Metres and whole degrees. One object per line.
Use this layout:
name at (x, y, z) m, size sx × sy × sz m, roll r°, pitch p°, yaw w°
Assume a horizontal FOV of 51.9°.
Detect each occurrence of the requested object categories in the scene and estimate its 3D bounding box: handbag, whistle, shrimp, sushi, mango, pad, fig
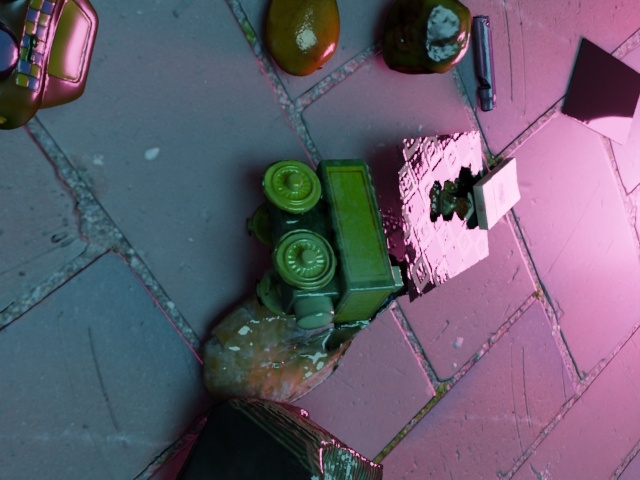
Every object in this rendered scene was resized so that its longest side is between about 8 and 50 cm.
handbag at (-0.072, 0.409, 0.994) m, size 0.240 × 0.247 × 0.341 m, roll 17°, pitch 101°, yaw -57°
whistle at (0.307, -0.329, 1.228) m, size 0.033 × 0.033 × 0.177 m, roll -19°, pitch 109°, yaw -28°
shrimp at (0.010, 0.141, 1.097) m, size 0.445 × 0.110 × 0.221 m, roll -25°, pitch 118°, yaw -23°
sushi at (0.203, -0.059, 1.166) m, size 0.290 × 0.050 × 0.264 m, roll -19°, pitch 106°, yaw -48°
mango at (-0.023, -0.329, 0.984) m, size 0.115 × 0.089 × 0.165 m, roll 16°, pitch 88°, yaw -25°
pad at (0.629, -0.324, 1.453) m, size 0.245 × 0.006 × 0.170 m, roll 14°, pitch 93°, yaw -34°
fig at (0.180, -0.349, 1.079) m, size 0.166 × 0.144 × 0.154 m, roll -58°, pitch 161°, yaw -34°

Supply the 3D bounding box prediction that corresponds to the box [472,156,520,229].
box at (0.342, -0.093, 1.273) m, size 0.167 × 0.024 × 0.090 m, roll -35°, pitch 119°, yaw -46°

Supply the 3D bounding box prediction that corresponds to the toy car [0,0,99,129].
toy car at (-0.351, -0.247, 0.750) m, size 0.198 × 0.204 × 0.248 m, roll 5°, pitch 100°, yaw -57°

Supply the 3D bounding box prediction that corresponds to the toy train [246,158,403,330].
toy train at (0.000, 0.000, 0.975) m, size 0.188 × 0.159 × 0.272 m, roll -2°, pitch 62°, yaw -17°
